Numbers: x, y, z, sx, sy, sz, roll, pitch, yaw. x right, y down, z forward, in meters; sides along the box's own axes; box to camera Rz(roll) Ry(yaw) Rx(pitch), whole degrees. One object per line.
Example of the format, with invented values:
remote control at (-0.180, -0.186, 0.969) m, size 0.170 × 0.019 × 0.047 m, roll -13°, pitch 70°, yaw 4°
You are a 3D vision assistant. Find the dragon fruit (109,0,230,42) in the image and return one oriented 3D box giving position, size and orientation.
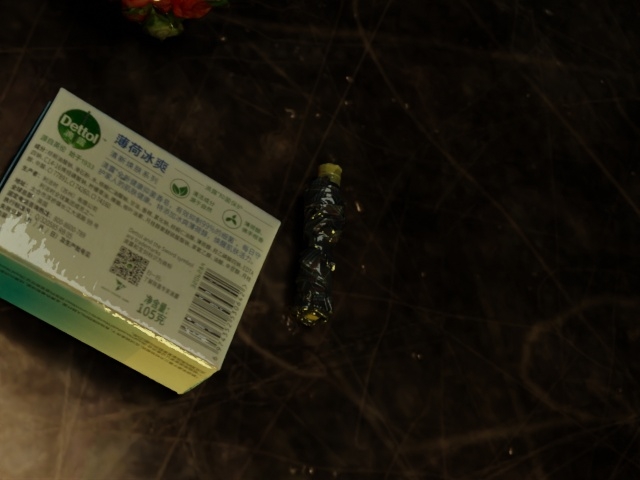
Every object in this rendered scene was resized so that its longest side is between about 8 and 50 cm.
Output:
dragon fruit at (-0.123, -0.274, 0.981) m, size 0.182 × 0.182 × 0.188 m, roll 8°, pitch 54°, yaw -28°

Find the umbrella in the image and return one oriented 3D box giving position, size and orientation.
umbrella at (0.000, 0.000, 1.010) m, size 0.037 × 0.040 × 0.144 m, roll 15°, pitch 60°, yaw -15°

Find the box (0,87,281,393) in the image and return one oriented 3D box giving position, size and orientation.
box at (-0.145, 0.003, 0.899) m, size 0.194 × 0.073 × 0.139 m, roll 31°, pitch 56°, yaw -15°
